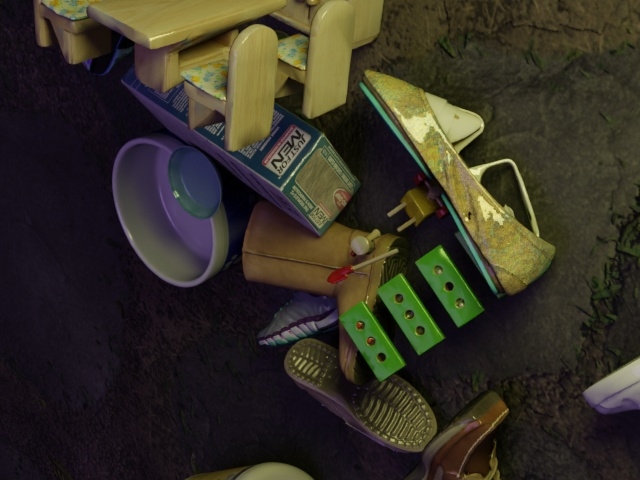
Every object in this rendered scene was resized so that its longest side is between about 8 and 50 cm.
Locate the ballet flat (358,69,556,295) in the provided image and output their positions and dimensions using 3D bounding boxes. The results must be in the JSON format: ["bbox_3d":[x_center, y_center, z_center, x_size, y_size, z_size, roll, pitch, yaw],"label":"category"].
[{"bbox_3d":[0.185,-0.095,1.533,0.348,0.123,0.123,57,140,5],"label":"ballet flat"}]

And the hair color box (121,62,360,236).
[{"bbox_3d":[-0.118,-0.160,1.762,0.347,0.105,0.174,36,174,29],"label":"hair color box"}]

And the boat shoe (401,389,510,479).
[{"bbox_3d":[0.211,0.335,1.744,0.120,0.122,0.324,43,145,15],"label":"boat shoe"}]

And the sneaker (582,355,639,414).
[{"bbox_3d":[0.451,0.193,1.404,0.292,0.108,0.169,-38,78,49],"label":"sneaker"}]

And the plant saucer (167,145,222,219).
[{"bbox_3d":[-0.189,-0.092,1.838,0.119,0.021,0.119,20,123,36],"label":"plant saucer"}]

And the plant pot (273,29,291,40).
[{"bbox_3d":[-0.084,-0.261,1.748,0.083,0.079,0.083,24,126,38],"label":"plant pot"}]

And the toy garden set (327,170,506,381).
[{"bbox_3d":[0.129,0.042,1.637,0.244,0.049,0.204,-37,78,16],"label":"toy garden set"}]

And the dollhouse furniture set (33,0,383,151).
[{"bbox_3d":[-0.096,-0.343,1.470,0.362,0.394,0.256,31,130,33],"label":"dollhouse furniture set"}]

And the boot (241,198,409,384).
[{"bbox_3d":[-0.007,0.073,1.792,0.269,0.089,0.236,13,84,37],"label":"boot"}]

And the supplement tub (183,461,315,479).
[{"bbox_3d":[-0.156,0.532,2.138,0.331,0.241,0.241,-23,94,51],"label":"supplement tub"}]

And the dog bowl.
[{"bbox_3d":[-0.228,-0.061,1.994,0.265,0.104,0.265,24,126,37],"label":"dog bowl"}]

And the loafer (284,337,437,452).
[{"bbox_3d":[0.068,0.243,1.858,0.268,0.102,0.092,32,167,22],"label":"loafer"}]

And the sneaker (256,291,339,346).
[{"bbox_3d":[-0.024,0.108,1.907,0.223,0.083,0.098,-22,77,43],"label":"sneaker"}]

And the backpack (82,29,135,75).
[{"bbox_3d":[-0.346,-0.364,1.942,0.158,0.117,0.173,50,138,15],"label":"backpack"}]
